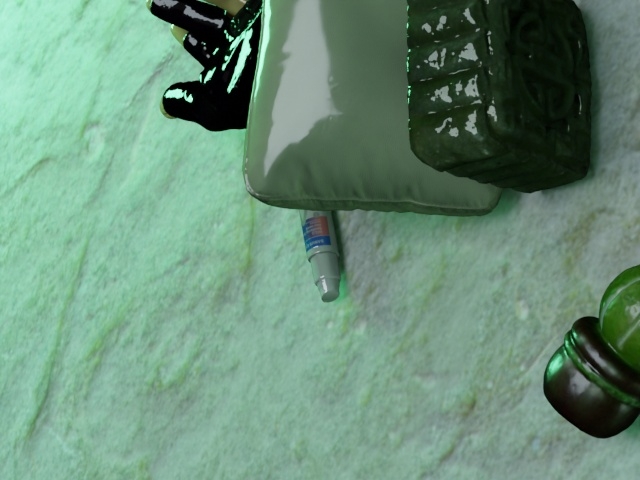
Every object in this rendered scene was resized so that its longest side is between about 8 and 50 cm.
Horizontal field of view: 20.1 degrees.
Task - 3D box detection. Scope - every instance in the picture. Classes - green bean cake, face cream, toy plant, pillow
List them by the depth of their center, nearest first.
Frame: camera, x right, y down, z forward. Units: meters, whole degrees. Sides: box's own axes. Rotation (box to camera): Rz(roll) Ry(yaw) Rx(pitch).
[{"bbox_3d":[0.259,0.083,1.500,0.162,0.093,0.093,-54,47,23],"label":"toy plant"},{"bbox_3d":[0.164,-0.144,1.595,0.094,0.185,0.183,-13,72,39],"label":"green bean cake"},{"bbox_3d":[0.061,-0.185,1.718,0.255,0.120,0.322,3,81,8],"label":"pillow"},{"bbox_3d":[0.000,0.000,1.844,0.034,0.034,0.130,-30,60,39],"label":"face cream"}]

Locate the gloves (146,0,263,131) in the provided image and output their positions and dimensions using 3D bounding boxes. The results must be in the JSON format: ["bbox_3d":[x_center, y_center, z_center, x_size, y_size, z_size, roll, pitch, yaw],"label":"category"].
[{"bbox_3d":[-0.095,-0.200,1.914,0.301,0.152,0.197,35,97,46],"label":"gloves"}]
